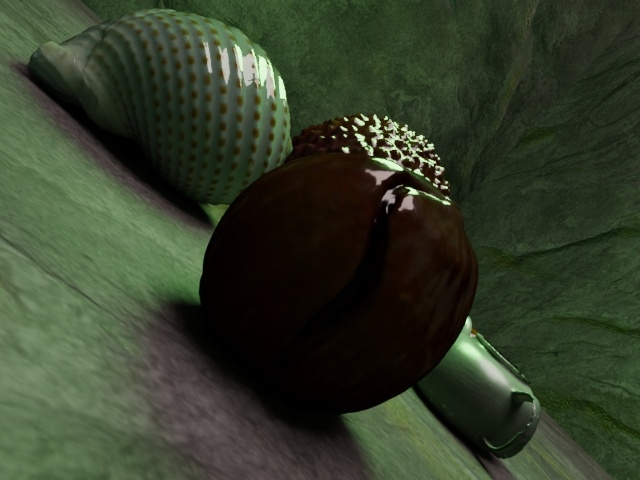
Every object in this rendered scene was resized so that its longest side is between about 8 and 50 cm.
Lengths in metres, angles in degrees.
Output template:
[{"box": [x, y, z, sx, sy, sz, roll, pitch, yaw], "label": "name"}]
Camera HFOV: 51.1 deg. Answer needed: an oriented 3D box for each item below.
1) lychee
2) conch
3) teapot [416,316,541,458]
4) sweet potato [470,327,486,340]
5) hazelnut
[{"box": [0.059, -0.062, 1.099, 0.306, 0.330, 0.306, 33, -25, 18], "label": "lychee"}, {"box": [-0.183, -0.195, 0.880, 0.319, 0.215, 0.303, 41, -5, -25], "label": "conch"}, {"box": [0.236, 0.217, 1.002, 0.193, 0.129, 0.294, 40, 5, -19], "label": "teapot"}, {"box": [0.301, 0.228, 1.551, 0.359, 0.112, 0.112, 42, 4, 28], "label": "sweet potato"}, {"box": [0.018, 0.023, 0.553, 0.218, 0.218, 0.234, 46, 8, 34], "label": "hazelnut"}]
